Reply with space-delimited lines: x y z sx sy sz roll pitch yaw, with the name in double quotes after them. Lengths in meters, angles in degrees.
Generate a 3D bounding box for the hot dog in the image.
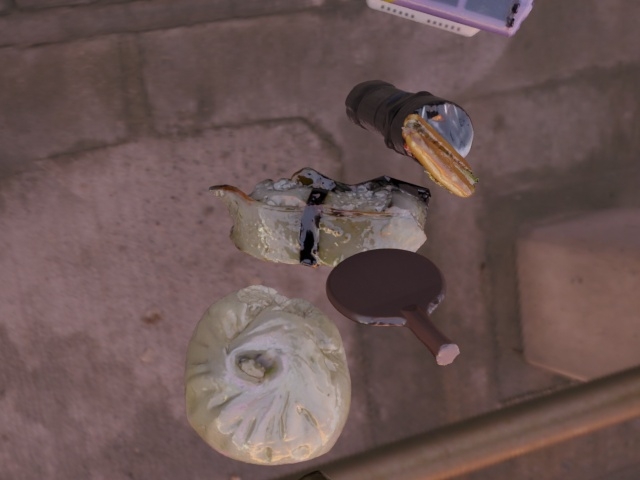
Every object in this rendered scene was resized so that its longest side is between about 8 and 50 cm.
0.082 -0.057 0.839 0.083 0.021 0.037 41 32 -36 "hot dog"

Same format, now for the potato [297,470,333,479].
-0.024 0.288 0.982 0.113 0.149 0.251 31 123 -4 "potato"

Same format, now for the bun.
-0.056 0.139 1.267 0.178 0.128 0.193 3 80 4 "bun"

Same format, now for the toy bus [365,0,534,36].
0.083 -0.408 1.444 0.439 0.209 0.249 16 116 -1 "toy bus"

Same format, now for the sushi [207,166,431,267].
-0.005 -0.017 1.471 0.272 0.109 0.134 13 118 -9 "sushi"

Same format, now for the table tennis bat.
0.067 0.014 1.037 0.107 0.170 0.119 -19 127 -18 "table tennis bat"

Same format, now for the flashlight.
0.119 -0.183 1.762 0.103 0.424 0.103 -3 104 -11 "flashlight"
